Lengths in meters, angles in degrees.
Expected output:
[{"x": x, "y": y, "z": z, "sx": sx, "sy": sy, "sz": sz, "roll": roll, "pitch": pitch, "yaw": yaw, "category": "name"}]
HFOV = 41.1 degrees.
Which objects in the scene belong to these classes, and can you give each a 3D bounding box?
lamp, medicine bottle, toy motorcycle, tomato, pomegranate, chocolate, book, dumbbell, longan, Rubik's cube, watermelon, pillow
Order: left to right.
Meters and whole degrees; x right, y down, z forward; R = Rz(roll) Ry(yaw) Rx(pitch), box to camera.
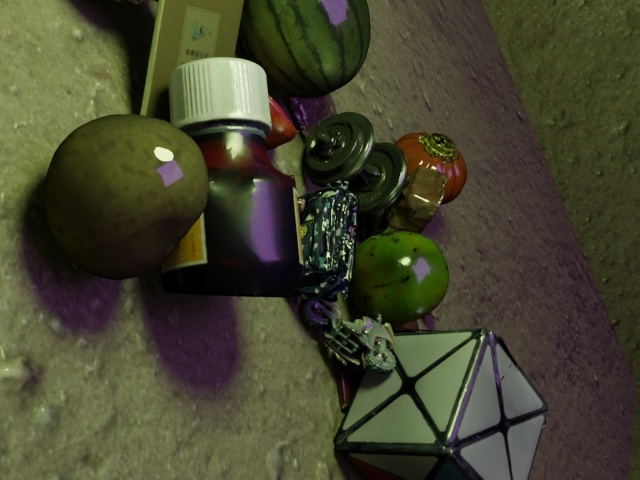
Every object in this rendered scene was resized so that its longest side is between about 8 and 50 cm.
[{"x": -0.286, "y": -0.064, "z": 1.244, "sx": 0.215, "sy": 0.246, "sz": 0.246, "roll": -16, "pitch": 89, "yaw": -53, "category": "longan"}, {"x": -0.228, "y": -0.315, "z": 1.522, "sx": 0.217, "sy": 0.021, "sz": 0.310, "roll": -7, "pitch": 111, "yaw": -59, "category": "book"}, {"x": -0.150, "y": -0.098, "z": 1.429, "sx": 0.242, "sy": 0.242, "sz": 0.395, "roll": 13, "pitch": 74, "yaw": -56, "category": "medicine bottle"}, {"x": -0.134, "y": -0.249, "z": 1.725, "sx": 0.173, "sy": 0.099, "sz": 0.189, "roll": 45, "pitch": -2, "yaw": -16, "category": "tomato"}, {"x": -0.044, "y": -0.481, "z": 1.802, "sx": 0.359, "sy": 0.279, "sz": 0.279, "roll": 65, "pitch": 31, "yaw": -17, "category": "watermelon"}, {"x": -0.011, "y": -0.309, "z": 1.998, "sx": 0.185, "sy": 0.043, "sz": 0.118, "roll": -43, "pitch": 115, "yaw": -57, "category": "pillow"}, {"x": 0.067, "y": 0.188, "z": 1.792, "sx": 0.229, "sy": 0.094, "sz": 0.130, "roll": 36, "pitch": 37, "yaw": 3, "category": "toy motorcycle"}, {"x": 0.079, "y": -0.171, "z": 1.932, "sx": 0.290, "sy": 0.192, "sz": 0.192, "roll": 34, "pitch": 48, "yaw": -45, "category": "dumbbell"}, {"x": 0.176, "y": 0.121, "z": 1.935, "sx": 0.236, "sy": 0.236, "sz": 0.302, "roll": -41, "pitch": 130, "yaw": -57, "category": "pomegranate"}, {"x": 0.212, "y": -0.074, "z": 2.024, "sx": 0.093, "sy": 0.214, "sz": 0.148, "roll": 23, "pitch": 43, "yaw": -7, "category": "chocolate"}, {"x": 0.281, "y": -0.189, "z": 2.270, "sx": 0.223, "sy": 0.196, "sz": 0.223, "roll": 17, "pitch": 38, "yaw": -14, "category": "lamp"}, {"x": 0.260, "y": 0.385, "z": 1.794, "sx": 0.305, "sy": 0.307, "sz": 0.310, "roll": 49, "pitch": 51, "yaw": -30, "category": "Rubik's cube"}]

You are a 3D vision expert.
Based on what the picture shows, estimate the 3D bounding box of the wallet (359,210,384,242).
[{"x": 0.137, "y": -0.028, "z": 2.115, "sx": 0.137, "sy": 0.031, "sz": 0.255, "roll": 22, "pitch": 56, "yaw": -51, "category": "wallet"}]

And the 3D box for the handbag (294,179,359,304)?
[{"x": 0.000, "y": 0.000, "z": 1.749, "sx": 0.113, "sy": 0.162, "sz": 0.260, "roll": 39, "pitch": 47, "yaw": -45, "category": "handbag"}]

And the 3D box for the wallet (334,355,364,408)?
[{"x": 0.060, "y": 0.271, "z": 1.846, "sx": 0.095, "sy": 0.026, "sz": 0.176, "roll": 5, "pitch": 71, "yaw": -52, "category": "wallet"}]

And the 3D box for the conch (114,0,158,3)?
[{"x": -0.336, "y": -0.500, "z": 1.459, "sx": 0.291, "sy": 0.159, "sz": 0.210, "roll": 41, "pitch": 58, "yaw": -35, "category": "conch"}]

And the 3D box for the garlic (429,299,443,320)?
[{"x": 0.263, "y": 0.115, "z": 2.204, "sx": 0.195, "sy": 0.087, "sz": 0.101, "roll": 54, "pitch": 49, "yaw": -35, "category": "garlic"}]
